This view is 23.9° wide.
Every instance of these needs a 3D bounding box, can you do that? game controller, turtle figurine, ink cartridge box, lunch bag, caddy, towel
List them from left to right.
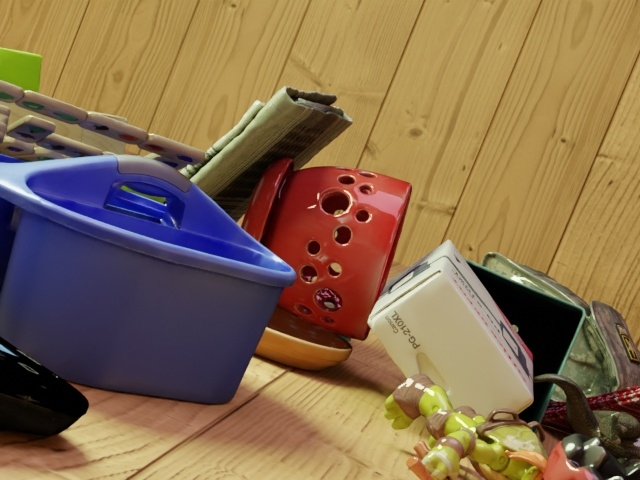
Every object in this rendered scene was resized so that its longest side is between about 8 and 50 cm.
[{"bbox_3d":[-0.299,0.048,1.054,0.319,0.067,0.166,27,7,39],"label":"game controller"},{"bbox_3d":[-0.178,0.012,1.316,0.241,0.179,0.341,27,7,38],"label":"caddy"},{"bbox_3d":[-0.118,-0.070,1.778,0.056,0.324,0.312,52,11,8],"label":"towel"},{"bbox_3d":[0.146,0.108,1.643,0.172,0.100,0.237,54,10,-2],"label":"ink cartridge box"},{"bbox_3d":[0.148,0.188,1.364,0.269,0.087,0.217,19,6,-32],"label":"turtle figurine"},{"bbox_3d":[0.362,0.155,2.247,0.287,0.169,0.235,33,6,25],"label":"lunch bag"},{"bbox_3d":[0.420,0.220,1.867,0.199,0.031,0.275,20,-22,-23],"label":"towel"}]

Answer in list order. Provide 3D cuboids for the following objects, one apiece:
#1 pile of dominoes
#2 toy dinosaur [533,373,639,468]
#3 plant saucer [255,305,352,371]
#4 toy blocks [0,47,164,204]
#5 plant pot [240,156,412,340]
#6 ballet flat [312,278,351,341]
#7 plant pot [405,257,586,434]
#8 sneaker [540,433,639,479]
[{"bbox_3d":[-0.257,-0.080,1.347,0.251,0.040,0.196,19,-18,-29],"label":"pile of dominoes"},{"bbox_3d":[0.361,0.245,1.720,0.314,0.121,0.160,17,-7,-5],"label":"toy dinosaur"},{"bbox_3d":[-0.062,0.100,1.699,0.200,0.037,0.200,21,5,-2],"label":"plant saucer"},{"bbox_3d":[-0.385,-0.088,1.541,0.381,0.190,0.261,8,-5,-31],"label":"toy blocks"},{"bbox_3d":[0.000,0.000,1.734,0.174,0.191,0.191,19,5,3],"label":"plant pot"},{"bbox_3d":[-0.036,0.068,1.899,0.086,0.086,0.248,26,7,40],"label":"ballet flat"},{"bbox_3d":[0.224,0.138,1.886,0.165,0.165,0.234,23,-2,11],"label":"plant pot"},{"bbox_3d":[0.173,0.243,0.850,0.098,0.135,0.276,34,20,-40],"label":"sneaker"}]
